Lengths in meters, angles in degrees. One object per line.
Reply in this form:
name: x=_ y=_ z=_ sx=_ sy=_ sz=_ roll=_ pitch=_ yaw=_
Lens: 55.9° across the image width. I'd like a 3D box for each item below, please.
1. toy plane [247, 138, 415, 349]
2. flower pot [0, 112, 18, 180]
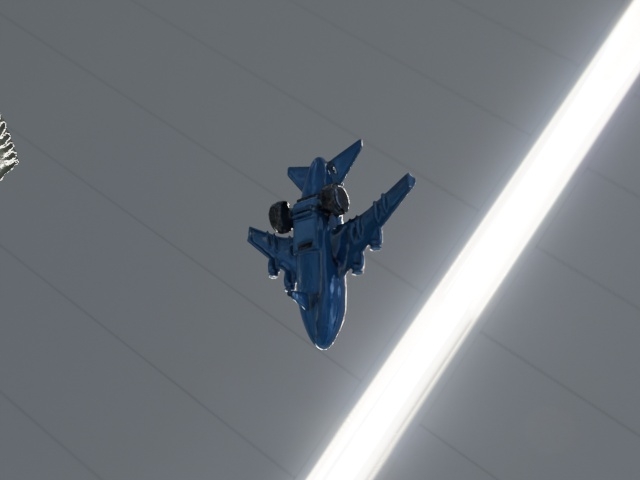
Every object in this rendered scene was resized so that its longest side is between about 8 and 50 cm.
toy plane: x=0.000 y=0.000 z=0.754 sx=0.254 sy=0.105 sz=0.271 roll=-17 pitch=-130 yaw=30
flower pot: x=-0.456 y=-0.112 z=0.598 sx=0.189 sy=0.239 sz=0.209 roll=50 pitch=-57 yaw=1
